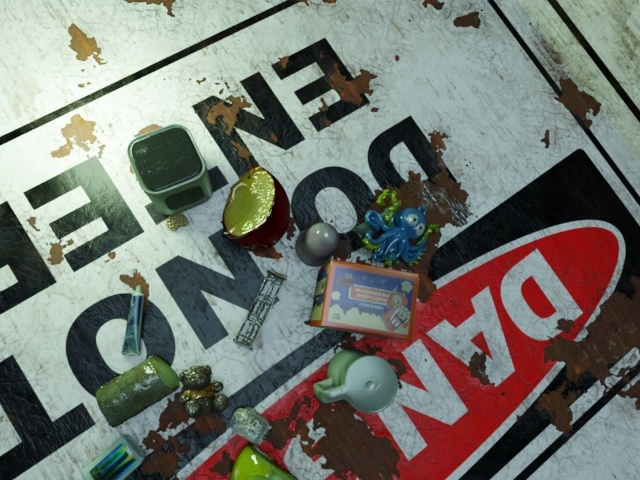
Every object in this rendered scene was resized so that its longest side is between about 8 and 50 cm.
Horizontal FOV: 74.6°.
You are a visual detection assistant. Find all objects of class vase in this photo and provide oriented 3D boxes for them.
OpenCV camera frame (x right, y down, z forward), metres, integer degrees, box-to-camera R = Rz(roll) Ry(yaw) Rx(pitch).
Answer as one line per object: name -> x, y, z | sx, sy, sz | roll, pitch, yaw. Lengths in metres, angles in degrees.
vase -> 0.236, -0.068, 1.842 | 0.214, 0.086, 0.086 | -36, 87, -18

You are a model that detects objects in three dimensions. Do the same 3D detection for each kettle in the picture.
kettle -> 0.123, 0.517, 1.587 | 0.264, 0.318, 0.205 | 18, 78, -6

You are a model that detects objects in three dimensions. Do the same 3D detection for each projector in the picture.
projector -> -0.583, -0.272, 1.656 | 0.248, 0.249, 0.249 | -25, 80, -13

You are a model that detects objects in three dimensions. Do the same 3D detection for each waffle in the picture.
waffle -> -0.597, -0.078, 1.742 | 0.085, 0.016, 0.078 | -38, 83, -14

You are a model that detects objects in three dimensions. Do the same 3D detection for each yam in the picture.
yam -> -0.675, 0.547, 1.539 | 0.268, 0.161, 0.161 | -30, 85, -11

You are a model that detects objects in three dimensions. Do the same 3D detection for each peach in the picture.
peach -> -0.247, -0.120, 1.719 | 0.257, 0.201, 0.362 | -8, 64, 20

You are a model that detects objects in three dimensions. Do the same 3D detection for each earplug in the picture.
earplug -> 0.000, 0.000, 1.675 | 0.172, 0.301, 0.173 | 2, 78, -9

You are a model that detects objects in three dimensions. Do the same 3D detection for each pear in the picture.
pear -> -0.234, 0.942, 1.524 | 0.286, 0.176, 0.282 | 38, 78, 1

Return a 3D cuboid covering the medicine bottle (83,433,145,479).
medicine bottle -> -0.761, 0.824, 1.505 | 0.229, 0.083, 0.121 | -40, 90, -15

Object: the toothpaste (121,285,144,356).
toothpaste -> -0.722, 0.311, 1.634 | 0.069, 0.047, 0.269 | 7, 81, -21

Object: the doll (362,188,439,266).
doll -> 0.343, -0.035, 1.803 | 0.346, 0.098, 0.341 | 47, 72, -17

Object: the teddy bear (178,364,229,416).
teddy bear -> -0.457, 0.569, 1.590 | 0.177, 0.140, 0.190 | -3, 69, -39

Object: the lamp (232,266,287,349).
lamp -> -0.242, 0.273, 1.694 | 0.089, 0.090, 0.326 | 27, 77, -4

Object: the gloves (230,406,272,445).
gloves -> -0.266, 0.700, 1.605 | 0.153, 0.070, 0.114 | 32, 51, 6

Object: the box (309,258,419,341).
box -> 0.160, 0.238, 1.646 | 0.348, 0.318, 0.257 | 11, 76, -6
